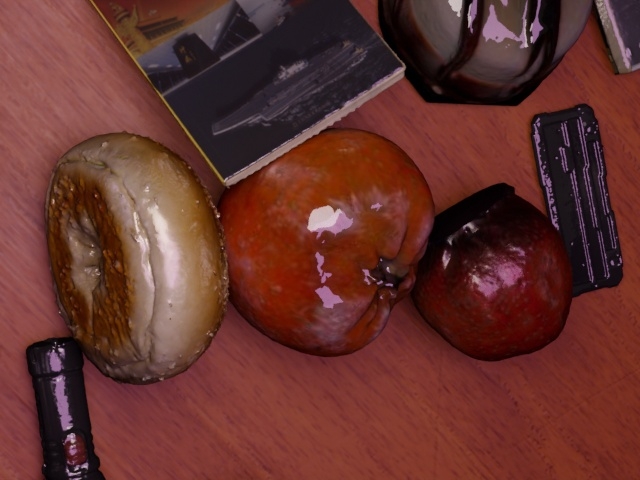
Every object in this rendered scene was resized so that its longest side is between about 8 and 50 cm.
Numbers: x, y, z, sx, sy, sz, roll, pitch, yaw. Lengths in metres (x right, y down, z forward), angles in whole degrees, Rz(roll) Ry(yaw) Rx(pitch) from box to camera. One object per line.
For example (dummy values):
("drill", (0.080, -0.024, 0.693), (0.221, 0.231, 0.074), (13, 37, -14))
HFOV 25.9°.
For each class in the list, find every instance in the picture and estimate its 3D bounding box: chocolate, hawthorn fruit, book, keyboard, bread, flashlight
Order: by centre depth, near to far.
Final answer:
("bread", (-0.216, 0.019, 1.666), (0.158, 0.305, 0.306), (-14, 98, -40))
("book", (-0.108, -0.272, 1.702), (0.262, 0.028, 0.374), (-33, 71, -9))
("hawthorn fruit", (0.000, 0.000, 1.712), (0.284, 0.284, 0.284), (-1, 94, -15))
("flashlight", (-0.318, 0.237, 1.742), (0.093, 0.093, 0.232), (-8, 95, -14))
("chocolate", (0.228, -0.309, 1.797), (0.283, 0.186, 0.284), (-1, 95, -15))
("hawthorn fruit", (0.232, 0.059, 1.823), (0.215, 0.215, 0.250), (-44, 130, -8))
("keyboard", (0.359, -0.055, 1.935), (0.106, 0.016, 0.262), (-13, 97, -13))

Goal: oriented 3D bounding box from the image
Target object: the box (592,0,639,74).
("box", (0.456, -0.387, 1.924), (0.211, 0.045, 0.270), (-21, 99, -11))
